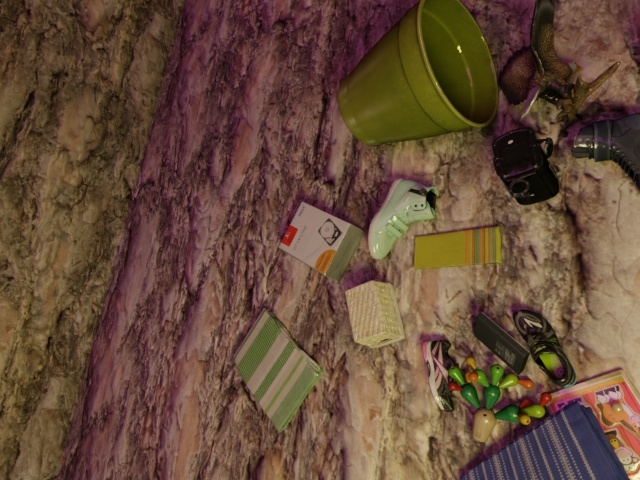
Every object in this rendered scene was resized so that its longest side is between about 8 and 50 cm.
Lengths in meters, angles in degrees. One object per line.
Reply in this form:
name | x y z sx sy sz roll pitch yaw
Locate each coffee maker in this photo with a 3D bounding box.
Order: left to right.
coffee maker | 0.484 -0.151 1.057 0.120 0.178 0.171 10 78 42

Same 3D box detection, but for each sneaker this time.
sneaker | 0.237 -0.054 1.269 0.151 0.094 0.255 18 84 47
sneaker | 0.307 0.328 1.102 0.077 0.072 0.178 -19 69 21
sneaker | 0.492 0.231 0.981 0.067 0.078 0.188 -37 54 23
sneaker | 0.650 -0.175 0.985 0.164 0.086 0.226 -4 62 26

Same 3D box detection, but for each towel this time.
towel | -0.153 0.410 1.459 0.325 0.038 0.247 41 102 38
towel | 0.364 0.023 1.198 0.237 0.021 0.102 -8 64 37
towel | 0.423 0.489 0.865 0.336 0.040 0.243 -48 12 23

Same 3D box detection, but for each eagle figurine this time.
eagle figurine | 0.554 -0.434 1.107 0.226 0.225 0.298 -41 64 33

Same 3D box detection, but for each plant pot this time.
plant pot | 0.247 -0.435 1.265 0.353 0.367 0.366 -15 65 46

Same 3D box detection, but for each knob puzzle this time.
knob puzzle | 0.573 0.382 0.895 0.213 0.030 0.213 -14 66 34

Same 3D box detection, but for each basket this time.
basket | 0.149 0.204 1.246 0.113 0.103 0.167 -26 60 30

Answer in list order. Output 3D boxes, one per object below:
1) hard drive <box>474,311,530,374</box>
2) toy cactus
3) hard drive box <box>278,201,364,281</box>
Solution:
hard drive | 0.415 0.238 1.033 0.022 0.094 0.135 -33 50 -15
toy cactus | 0.385 0.370 1.007 0.219 0.112 0.180 16 99 24
hard drive box | 0.000 0.000 1.447 0.232 0.089 0.181 27 91 41
